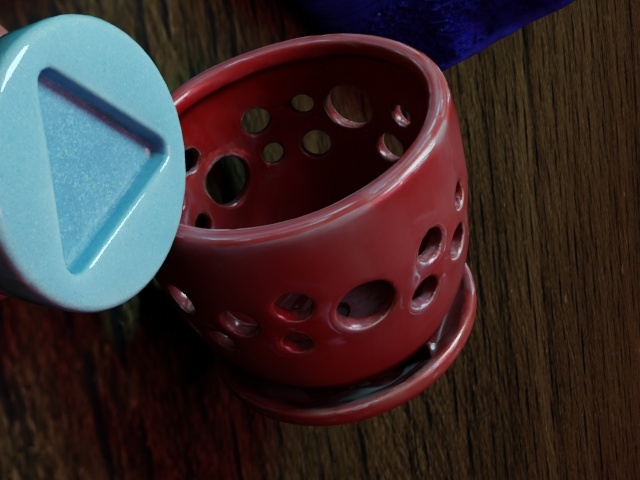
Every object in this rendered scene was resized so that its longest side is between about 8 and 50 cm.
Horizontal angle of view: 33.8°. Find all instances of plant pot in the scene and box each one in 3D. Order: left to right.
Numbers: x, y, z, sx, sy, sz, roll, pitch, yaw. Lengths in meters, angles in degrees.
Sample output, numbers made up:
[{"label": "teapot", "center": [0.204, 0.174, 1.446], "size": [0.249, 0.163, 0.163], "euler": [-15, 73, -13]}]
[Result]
[{"label": "plant pot", "center": [0.000, 0.000, 0.615], "size": [0.191, 0.191, 0.174], "euler": [-60, 141, -39]}]

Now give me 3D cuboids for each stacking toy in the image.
[{"label": "stacking toy", "center": [-0.144, -0.123, 0.428], "size": [0.279, 0.130, 0.309], "euler": [14, 79, -59]}]

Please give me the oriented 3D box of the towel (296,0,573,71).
[{"label": "towel", "center": [0.066, -0.214, 0.688], "size": [0.308, 0.228, 0.076], "euler": [27, 38, -55]}]
